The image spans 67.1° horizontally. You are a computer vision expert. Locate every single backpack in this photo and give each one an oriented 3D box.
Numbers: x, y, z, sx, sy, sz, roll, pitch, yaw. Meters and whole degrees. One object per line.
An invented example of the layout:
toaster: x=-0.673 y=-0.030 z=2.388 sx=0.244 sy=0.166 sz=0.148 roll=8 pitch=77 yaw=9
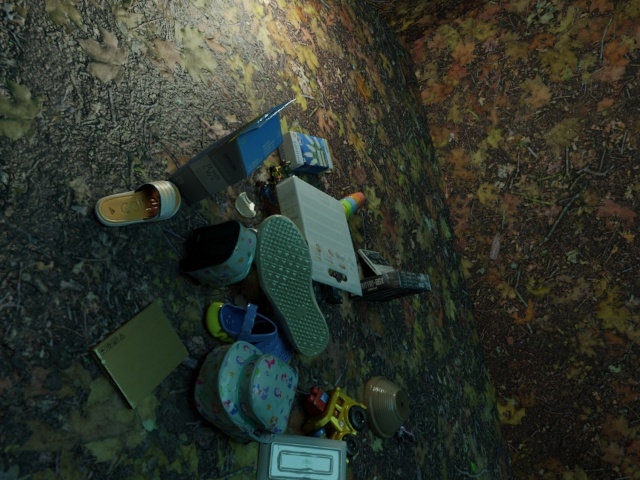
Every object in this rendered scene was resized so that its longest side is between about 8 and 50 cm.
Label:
backpack: x=-0.193 y=0.389 z=1.257 sx=0.253 sy=0.191 sz=0.225 roll=45 pitch=41 yaw=-28
backpack: x=-0.262 y=0.035 z=1.313 sx=0.144 sy=0.188 sz=0.166 roll=42 pitch=42 yaw=-37

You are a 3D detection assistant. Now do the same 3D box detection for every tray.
tray: x=-0.044 y=0.632 z=1.369 sx=0.270 sy=0.030 sz=0.145 roll=14 pitch=60 yaw=-18

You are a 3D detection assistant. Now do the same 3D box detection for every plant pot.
plant pot: x=0.276 y=0.652 z=1.902 sx=0.237 sy=0.110 sz=0.237 roll=33 pitch=49 yaw=-47

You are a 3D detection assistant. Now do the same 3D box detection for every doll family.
doll family: x=-0.158 y=-0.210 z=1.713 sx=0.111 sy=0.076 sz=0.193 roll=54 pitch=38 yaw=-34

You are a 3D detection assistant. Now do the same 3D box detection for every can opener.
can opener: x=-0.006 y=0.101 z=1.770 sx=0.074 sy=0.093 sz=0.280 roll=47 pitch=37 yaw=-53

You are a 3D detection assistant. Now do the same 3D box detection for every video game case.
video game case: x=0.266 y=0.112 z=2.169 sx=0.190 sy=0.022 sz=0.173 roll=10 pitch=35 yaw=-55

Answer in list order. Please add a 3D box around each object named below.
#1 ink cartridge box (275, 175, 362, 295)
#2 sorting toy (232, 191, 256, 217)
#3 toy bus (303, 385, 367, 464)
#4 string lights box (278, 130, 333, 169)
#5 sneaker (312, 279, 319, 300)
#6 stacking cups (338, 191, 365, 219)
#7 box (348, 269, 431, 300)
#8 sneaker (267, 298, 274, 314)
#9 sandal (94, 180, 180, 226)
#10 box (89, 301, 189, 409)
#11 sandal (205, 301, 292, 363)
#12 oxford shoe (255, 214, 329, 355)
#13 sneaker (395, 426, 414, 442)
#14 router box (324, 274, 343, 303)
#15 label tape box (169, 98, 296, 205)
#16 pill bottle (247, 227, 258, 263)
ink cartridge box: x=0.000 y=0.000 z=1.669 sx=0.308 sy=0.091 sz=0.385 roll=24 pitch=48 yaw=-51
sorting toy: x=-0.243 y=-0.121 z=1.569 sx=0.083 sy=0.045 sz=0.075 roll=56 pitch=28 yaw=-22
toy bus: x=0.020 y=0.576 z=1.531 sx=0.211 sy=0.149 sz=0.220 roll=45 pitch=41 yaw=-16
string lights box: x=-0.060 y=-0.345 z=1.926 sx=0.259 sy=0.077 sz=0.133 roll=-6 pitch=81 yaw=-58
sneaker: x=-0.066 y=0.241 z=1.612 sx=0.130 sy=0.109 sz=0.286 roll=20 pitch=49 yaw=-44
stacking cups: x=0.118 y=-0.150 z=2.082 sx=0.316 sy=0.096 sz=0.096 roll=-39 pitch=107 yaw=-57
box: x=0.294 y=0.196 z=2.038 sx=0.307 sy=0.242 sz=0.076 roll=13 pitch=64 yaw=-55
sneaker: x=-0.128 y=0.148 z=1.537 sx=0.075 sy=0.063 sz=0.170 roll=-17 pitch=113 yaw=-46
sandal: x=-0.436 y=-0.094 z=1.220 sx=0.265 sy=0.076 sz=0.102 roll=-31 pitch=101 yaw=-58
box: x=-0.413 y=0.262 z=1.125 sx=0.164 sy=0.021 sz=0.201 roll=63 pitch=32 yaw=-13
sandal: x=-0.176 y=0.272 z=1.378 sx=0.317 sy=0.138 sz=0.126 roll=42 pitch=40 yaw=-41
oxford shoe: x=-0.094 y=0.136 z=1.433 sx=0.169 sy=0.130 sz=0.449 roll=-23 pitch=110 yaw=-15
sneaker: x=0.345 y=0.813 z=1.993 sx=0.119 sy=0.047 sz=0.057 roll=43 pitch=48 yaw=-27
router box: x=0.047 y=0.188 z=1.826 sx=0.122 sy=0.038 sz=0.092 roll=40 pitch=42 yaw=-64
label tape box: x=-0.223 y=-0.252 z=1.369 sx=0.115 sy=0.347 sz=0.249 roll=59 pitch=34 yaw=-20
pill bottle: x=-0.160 y=0.024 z=1.544 sx=0.208 sy=0.119 sz=0.119 roll=13 pitch=63 yaw=-55
